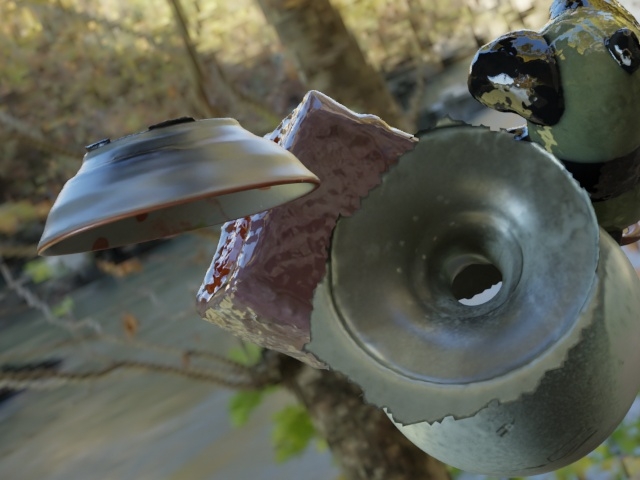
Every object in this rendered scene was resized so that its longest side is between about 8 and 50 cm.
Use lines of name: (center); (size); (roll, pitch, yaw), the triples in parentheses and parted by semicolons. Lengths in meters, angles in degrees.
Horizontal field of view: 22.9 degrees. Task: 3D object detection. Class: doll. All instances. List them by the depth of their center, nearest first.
doll: (0.217, -0.098, 1.307); (0.143, 0.234, 0.135); (-37, 50, -19)

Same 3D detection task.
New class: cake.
cake: (0.000, 0.000, 2.038); (0.309, 0.230, 0.237); (-68, 10, -21)

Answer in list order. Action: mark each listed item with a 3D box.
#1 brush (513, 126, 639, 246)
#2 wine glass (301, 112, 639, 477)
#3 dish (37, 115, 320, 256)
brush: (0.217, -0.039, 1.468); (0.103, 0.047, 0.233); (-16, 31, -22)
wine glass: (0.132, 0.064, 1.197); (0.238, 0.238, 0.323); (-22, -26, 10)
dish: (-0.135, -0.057, 1.414); (0.260, 0.085, 0.260); (-14, -4, -1)
